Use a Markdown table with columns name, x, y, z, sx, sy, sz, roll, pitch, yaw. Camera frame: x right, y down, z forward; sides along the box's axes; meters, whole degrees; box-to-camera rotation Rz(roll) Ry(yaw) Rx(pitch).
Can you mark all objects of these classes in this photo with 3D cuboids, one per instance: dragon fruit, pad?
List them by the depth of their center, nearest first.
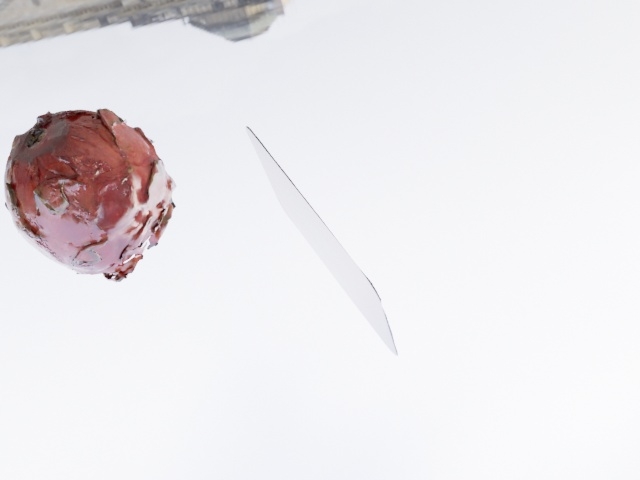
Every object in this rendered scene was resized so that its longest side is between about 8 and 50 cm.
| name | x | y | z | sx | sy | sz | roll | pitch | yaw |
| --- | --- | --- | --- | --- | --- | --- | --- | --- | --- |
| pad | 0.000 | 0.000 | 0.721 | 0.004 | 0.181 | 0.267 | -33 | -123 | -7 |
| dragon fruit | -0.411 | -0.085 | 1.201 | 0.295 | 0.302 | 0.296 | -14 | -134 | 15 |
